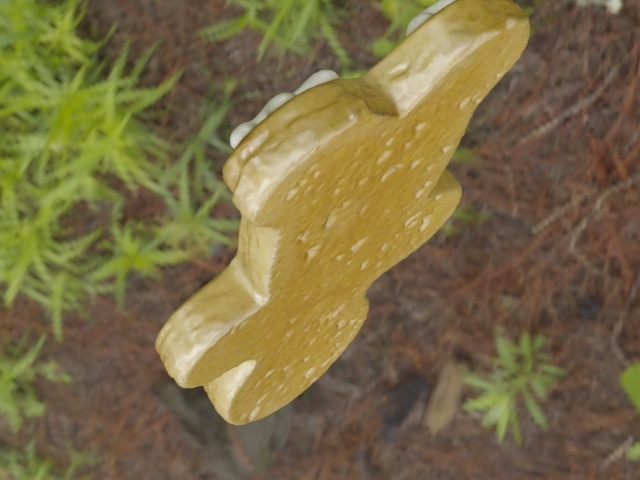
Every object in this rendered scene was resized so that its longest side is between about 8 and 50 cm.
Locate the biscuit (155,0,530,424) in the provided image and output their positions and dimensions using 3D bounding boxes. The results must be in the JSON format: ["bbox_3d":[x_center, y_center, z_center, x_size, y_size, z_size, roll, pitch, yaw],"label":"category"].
[{"bbox_3d":[-0.001,-0.001,0.681,0.035,0.158,0.240,49,146,19],"label":"biscuit"}]
